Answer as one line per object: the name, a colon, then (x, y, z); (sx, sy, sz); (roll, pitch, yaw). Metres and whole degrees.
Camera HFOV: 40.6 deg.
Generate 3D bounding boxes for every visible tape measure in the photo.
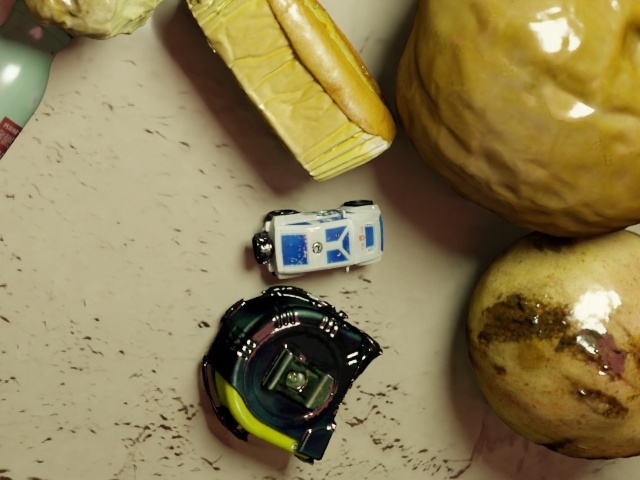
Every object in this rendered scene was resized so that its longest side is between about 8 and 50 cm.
tape measure: (-0.043, 0.159, 1.042); (0.186, 0.112, 0.199); (30, 86, -22)

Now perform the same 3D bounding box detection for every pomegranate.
pomegranate: (0.343, 0.126, 1.108); (0.322, 0.322, 0.322); (-4, 101, -22)

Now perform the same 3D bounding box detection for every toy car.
toy car: (0.000, 0.000, 1.051); (0.170, 0.070, 0.080); (-8, 103, -22)

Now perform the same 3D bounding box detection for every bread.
bread: (-0.031, -0.204, 0.962); (0.119, 0.152, 0.288); (-33, 111, 11)

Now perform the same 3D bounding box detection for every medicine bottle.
medicine bottle: (-0.330, -0.154, 0.876); (0.090, 0.090, 0.217); (37, 84, -24)

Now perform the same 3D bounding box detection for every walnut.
walnut: (0.275, -0.187, 0.989); (0.398, 0.308, 0.354); (23, 74, -24)

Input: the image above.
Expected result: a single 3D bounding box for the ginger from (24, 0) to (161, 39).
ginger: (-0.245, -0.297, 0.826); (0.275, 0.130, 0.221); (10, 70, -5)
